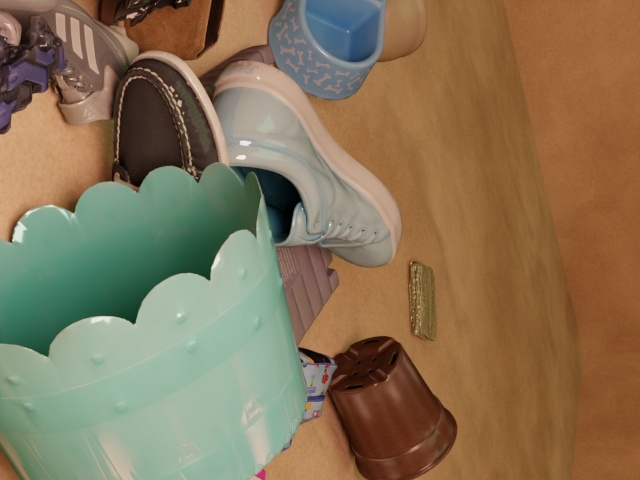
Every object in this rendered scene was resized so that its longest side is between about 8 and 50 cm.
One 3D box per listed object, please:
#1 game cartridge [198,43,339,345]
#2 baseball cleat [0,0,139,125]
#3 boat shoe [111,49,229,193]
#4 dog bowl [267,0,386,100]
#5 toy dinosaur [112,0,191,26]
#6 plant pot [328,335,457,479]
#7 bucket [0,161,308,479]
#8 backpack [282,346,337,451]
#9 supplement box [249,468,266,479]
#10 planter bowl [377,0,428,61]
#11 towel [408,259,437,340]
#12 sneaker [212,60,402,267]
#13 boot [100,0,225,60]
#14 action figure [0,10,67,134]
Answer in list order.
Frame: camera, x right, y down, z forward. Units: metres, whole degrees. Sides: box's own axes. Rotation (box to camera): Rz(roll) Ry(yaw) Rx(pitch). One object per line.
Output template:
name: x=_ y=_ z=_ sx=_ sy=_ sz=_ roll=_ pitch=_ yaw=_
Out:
game cartridge: x=-0.077 y=-0.046 z=1.181 sx=0.230 sy=0.068 sz=0.355 roll=-48 pitch=127 yaw=-54
baseball cleat: x=-0.232 y=-0.164 z=0.847 sx=0.206 sy=0.072 sz=0.109 roll=12 pitch=80 yaw=-61
boat shoe: x=-0.151 y=-0.026 z=0.901 sx=0.091 sy=0.114 sz=0.302 roll=-44 pitch=133 yaw=-51
dog bowl: x=0.020 y=-0.348 z=1.355 sx=0.166 sy=0.074 sz=0.297 roll=19 pitch=62 yaw=-25
toy dinosaur: x=-0.147 y=-0.325 z=0.797 sx=0.164 sy=0.322 sz=0.218 roll=109 pitch=-39 yaw=-86
plant pot: x=0.096 y=0.241 z=1.384 sx=0.165 sy=0.167 sz=0.167 roll=63 pitch=30 yaw=-24
bucket: x=-0.149 y=0.077 z=0.737 sx=0.281 sy=0.281 sz=0.183 roll=-56 pitch=136 yaw=-56
backpack: x=-0.071 y=0.168 z=0.993 sx=0.158 sy=0.173 sz=0.116 roll=21 pitch=65 yaw=-65
supplement box: x=-0.129 y=0.291 z=0.817 sx=0.114 sy=0.111 sz=0.220 roll=36 pitch=33 yaw=-23
planter bowl: x=0.077 y=-0.357 z=1.513 sx=0.109 sy=0.162 sz=0.162 roll=-33 pitch=117 yaw=-35
towel: x=0.198 y=0.116 z=1.793 sx=0.110 sy=0.027 sz=0.148 roll=24 pitch=62 yaw=-64
sneaker: x=-0.026 y=-0.038 z=1.091 sx=0.366 sy=0.135 sz=0.150 roll=44 pitch=52 yaw=-43
boot: x=-0.138 y=-0.328 z=0.921 sx=0.112 sy=0.115 sz=0.305 roll=-44 pitch=145 yaw=-64
action figure: x=-0.302 y=-0.144 z=0.633 sx=0.341 sy=0.179 sz=0.330 roll=-80 pitch=166 yaw=-75
